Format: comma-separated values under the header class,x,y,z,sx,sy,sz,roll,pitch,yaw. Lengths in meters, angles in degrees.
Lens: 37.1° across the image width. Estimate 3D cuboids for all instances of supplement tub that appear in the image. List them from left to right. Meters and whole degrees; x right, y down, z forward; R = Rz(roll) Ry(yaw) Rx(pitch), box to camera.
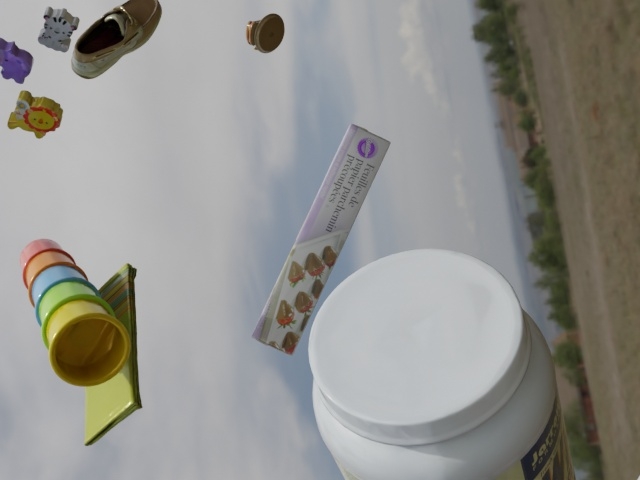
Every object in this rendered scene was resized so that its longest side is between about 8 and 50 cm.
class,x,y,z,sx,sy,sz,roll,pitch,yaw
supplement tub,0.128,0.188,0.970,0.325,0.235,0.235,67,-163,-44

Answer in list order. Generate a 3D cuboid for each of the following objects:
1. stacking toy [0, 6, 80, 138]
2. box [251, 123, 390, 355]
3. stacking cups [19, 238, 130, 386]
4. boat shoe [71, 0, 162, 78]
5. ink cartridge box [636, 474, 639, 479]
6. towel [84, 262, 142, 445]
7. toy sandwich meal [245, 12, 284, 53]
class,x,y,z,sx,sy,sz,roll,pitch,yaw
stacking toy,-0.377,-0.212,1.031,0.052,0.221,0.167,126,153,-43
box,0.000,0.000,1.311,0.067,0.063,0.324,152,143,-86
stacking cups,-0.327,0.081,1.233,0.316,0.096,0.096,36,147,60
boat shoe,-0.229,-0.239,1.086,0.135,0.050,0.045,-53,-5,-24
ink cartridge box,0.245,0.125,0.599,0.179,0.045,0.145,-36,-30,-32
towel,-0.268,0.142,1.223,0.021,0.102,0.237,30,-150,-35
toy sandwich meal,-0.104,-0.392,1.800,0.086,0.029,0.085,-31,-44,-35
